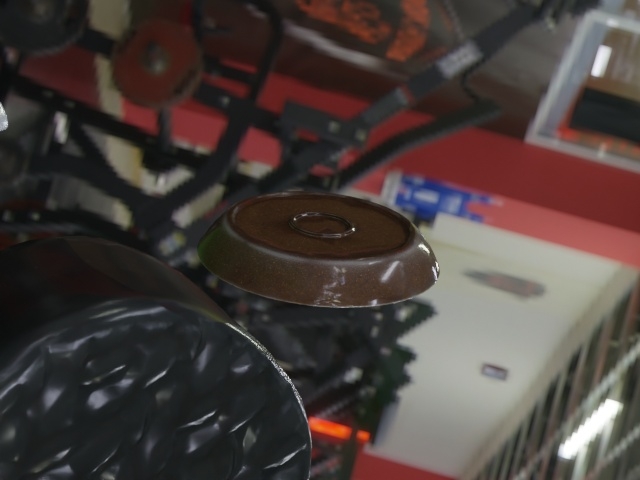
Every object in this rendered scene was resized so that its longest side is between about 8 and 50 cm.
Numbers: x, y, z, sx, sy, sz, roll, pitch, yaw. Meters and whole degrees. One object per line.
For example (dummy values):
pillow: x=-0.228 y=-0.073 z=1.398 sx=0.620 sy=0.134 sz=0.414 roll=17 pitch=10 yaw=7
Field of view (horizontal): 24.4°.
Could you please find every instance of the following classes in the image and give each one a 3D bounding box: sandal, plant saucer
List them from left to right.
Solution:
sandal: x=-0.179 y=0.181 z=0.376 sx=0.446 sy=0.107 sz=0.167 roll=-49 pitch=136 yaw=-8
plant saucer: x=0.000 y=0.000 z=1.018 sx=0.168 sy=0.168 sz=0.029 roll=-70 pitch=166 yaw=-69

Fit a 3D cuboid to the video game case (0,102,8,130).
video game case: x=-0.312 y=-0.041 z=0.869 sx=0.183 sy=0.201 sz=0.023 roll=-40 pitch=115 yaw=-71
